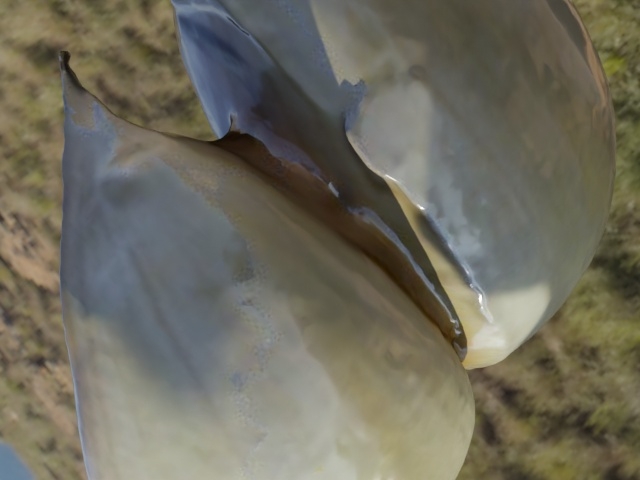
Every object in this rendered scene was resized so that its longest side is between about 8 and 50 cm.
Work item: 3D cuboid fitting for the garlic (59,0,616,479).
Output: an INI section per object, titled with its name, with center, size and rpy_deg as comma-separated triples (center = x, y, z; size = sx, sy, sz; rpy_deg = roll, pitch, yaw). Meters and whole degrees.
[garlic]
center = 0.000, 0.000, 0.498
size = 0.249, 0.286, 0.313
rpy_deg = 53, 164, 24
